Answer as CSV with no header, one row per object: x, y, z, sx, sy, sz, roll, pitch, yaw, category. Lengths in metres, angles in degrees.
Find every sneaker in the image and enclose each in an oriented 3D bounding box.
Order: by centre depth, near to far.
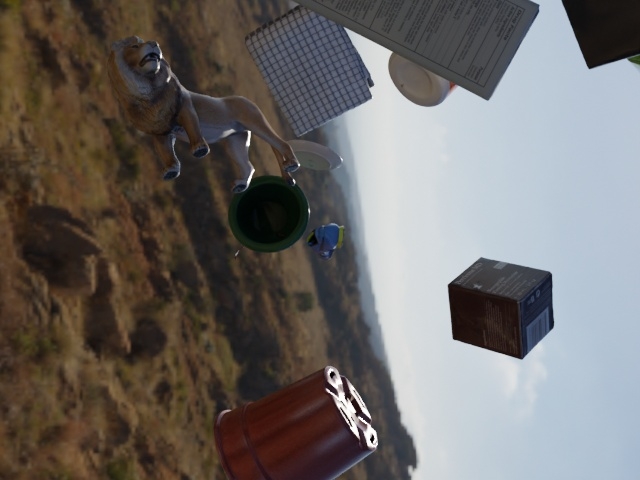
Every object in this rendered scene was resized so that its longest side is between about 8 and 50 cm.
0.000,0.000,2.225,0.209,0.082,0.069,131,-36,-74,sneaker

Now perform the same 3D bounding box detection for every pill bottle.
0.224,-0.339,1.549,0.221,0.121,0.121,-46,151,-27,pill bottle

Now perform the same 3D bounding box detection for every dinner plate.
-0.021,-0.184,1.999,0.141,0.141,0.017,77,28,-71,dinner plate

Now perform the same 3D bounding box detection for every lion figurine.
-0.209,-0.222,1.639,0.392,0.142,0.240,15,46,-52,lion figurine

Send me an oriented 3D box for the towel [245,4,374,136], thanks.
-0.022,-0.433,2.212,0.284,0.235,0.121,58,10,-25,towel

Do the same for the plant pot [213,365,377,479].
-0.040,0.418,1.903,0.272,0.265,0.272,53,13,-18,plant pot

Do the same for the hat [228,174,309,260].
-0.112,-0.046,2.049,0.183,0.208,0.173,39,54,-77,hat

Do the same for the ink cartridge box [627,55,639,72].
0.740,-0.415,1.843,0.255,0.097,0.189,13,98,-53,ink cartridge box

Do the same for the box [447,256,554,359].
0.448,0.164,2.223,0.168,0.203,0.167,-34,125,-40,box

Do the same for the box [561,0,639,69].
0.572,-0.412,1.279,0.179,0.343,0.312,66,-19,-9,box

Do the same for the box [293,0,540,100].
0.132,-0.328,1.250,0.148,0.311,0.121,-62,177,15,box
